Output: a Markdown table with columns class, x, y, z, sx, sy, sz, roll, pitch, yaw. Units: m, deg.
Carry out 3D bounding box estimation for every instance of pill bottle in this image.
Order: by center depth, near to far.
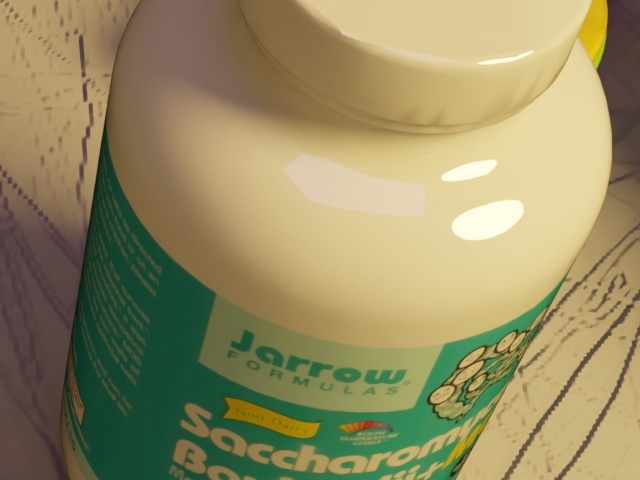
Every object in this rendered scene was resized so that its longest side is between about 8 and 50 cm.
| class | x | y | z | sx | sy | sz | roll | pitch | yaw |
| --- | --- | --- | --- | --- | --- | --- | --- | --- | --- |
| pill bottle | 0.000 | 0.000 | 0.526 | 0.146 | 0.264 | 0.146 | 7 | 52 | -9 |

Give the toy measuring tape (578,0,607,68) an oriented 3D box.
| class | x | y | z | sx | sy | sz | roll | pitch | yaw |
| --- | --- | --- | --- | --- | --- | --- | --- | --- | --- |
| toy measuring tape | 0.119 | -0.092 | 0.717 | 0.330 | 0.121 | 0.121 | -7 | 56 | -15 |
